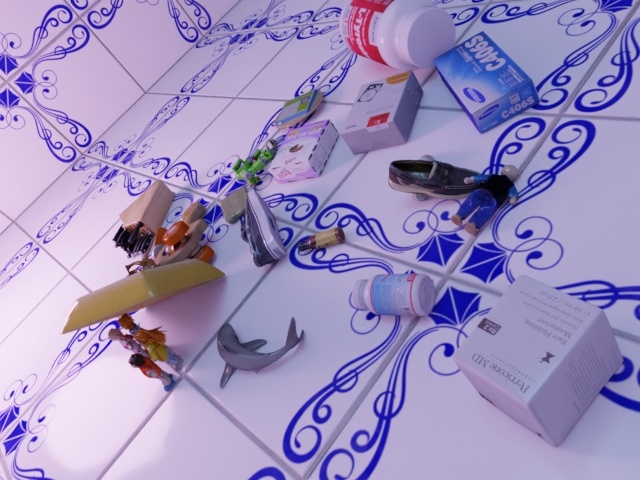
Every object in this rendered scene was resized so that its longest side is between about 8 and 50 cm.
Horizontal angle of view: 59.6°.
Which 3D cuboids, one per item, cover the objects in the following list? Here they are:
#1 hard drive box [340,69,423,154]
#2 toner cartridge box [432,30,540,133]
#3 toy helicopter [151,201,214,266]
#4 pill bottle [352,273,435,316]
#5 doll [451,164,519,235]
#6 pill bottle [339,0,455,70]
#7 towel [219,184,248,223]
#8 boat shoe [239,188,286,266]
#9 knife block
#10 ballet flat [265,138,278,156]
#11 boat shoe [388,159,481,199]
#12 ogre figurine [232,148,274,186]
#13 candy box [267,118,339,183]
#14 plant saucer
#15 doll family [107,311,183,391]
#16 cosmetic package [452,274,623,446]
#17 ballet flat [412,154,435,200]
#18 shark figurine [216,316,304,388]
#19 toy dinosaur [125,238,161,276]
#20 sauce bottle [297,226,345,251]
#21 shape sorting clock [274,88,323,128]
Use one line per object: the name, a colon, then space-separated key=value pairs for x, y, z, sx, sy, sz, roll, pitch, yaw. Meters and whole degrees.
hard drive box: x=0.185 y=-0.378 z=1.654 sx=0.181 sy=0.089 sz=0.232 roll=-8 pitch=47 yaw=35
toner cartridge box: x=0.438 y=-0.438 z=1.517 sx=0.165 sy=0.075 sz=0.347 roll=-29 pitch=38 yaw=14
toy helicopter: x=-0.449 y=-0.010 z=1.796 sx=0.235 sy=0.140 sz=0.355 roll=-34 pitch=25 yaw=21
pill bottle: x=0.151 y=0.113 z=1.170 sx=0.160 sy=0.087 sz=0.087 roll=-4 pitch=49 yaw=37
doll: x=0.371 y=-0.102 z=1.240 sx=0.189 sy=0.046 sz=0.129 roll=-45 pitch=57 yaw=-12
pill bottle: x=0.244 y=-0.680 z=1.803 sx=0.229 sy=0.229 sz=0.407 roll=-40 pitch=37 yaw=-2
towel: x=-0.271 y=-0.117 z=1.812 sx=0.110 sy=0.027 sz=0.148 roll=-36 pitch=36 yaw=2
boat shoe: x=-0.182 y=-0.036 z=1.597 sx=0.102 sy=0.108 sz=0.301 roll=-32 pitch=44 yaw=6
knife block: x=-0.619 y=-0.068 z=1.999 sx=0.276 sy=0.088 sz=0.242 roll=-44 pitch=38 yaw=-8
ballet flat: x=-0.173 y=-0.333 z=1.945 sx=0.041 sy=0.041 sz=0.114 roll=-33 pitch=37 yaw=7
boat shoe: x=0.267 y=-0.150 z=1.309 sx=0.224 sy=0.073 sz=0.080 roll=6 pitch=59 yaw=17
ogre figurine: x=-0.224 y=-0.246 z=1.848 sx=0.118 sy=0.097 sz=0.197 roll=-46 pitch=38 yaw=-11
candy box: x=-0.052 y=-0.279 z=1.763 sx=0.165 sy=0.070 sz=0.196 roll=-5 pitch=48 yaw=36
plant saucer: x=-0.478 y=0.136 z=1.509 sx=0.333 sy=0.080 sz=0.333 roll=-22 pitch=-3 yaw=21
doll family: x=-0.453 y=0.263 z=1.451 sx=0.118 sy=0.163 sz=0.263 roll=-50 pitch=38 yaw=-15
cosmetic package: x=0.342 y=0.186 z=0.881 sx=0.183 sy=0.151 sz=0.151 roll=-47 pitch=37 yaw=-11
ballet flat: x=0.256 y=-0.171 z=1.408 sx=0.057 sy=0.052 sz=0.168 roll=-14 pitch=43 yaw=29
shark figurine: x=-0.174 y=0.248 z=1.281 sx=0.278 sy=0.116 sz=0.166 roll=-6 pitch=49 yaw=38
toy dinosaur: x=-0.513 y=0.071 z=1.642 sx=0.112 sy=0.064 sz=0.211 roll=-24 pitch=27 yaw=-20
sauce bottle: x=0.000 y=0.000 z=1.452 sx=0.128 sy=0.042 sz=0.042 roll=-19 pitch=41 yaw=27
shape sorting clock: x=-0.078 y=-0.469 z=2.005 sx=0.206 sy=0.040 sz=0.206 roll=-26 pitch=37 yaw=22
